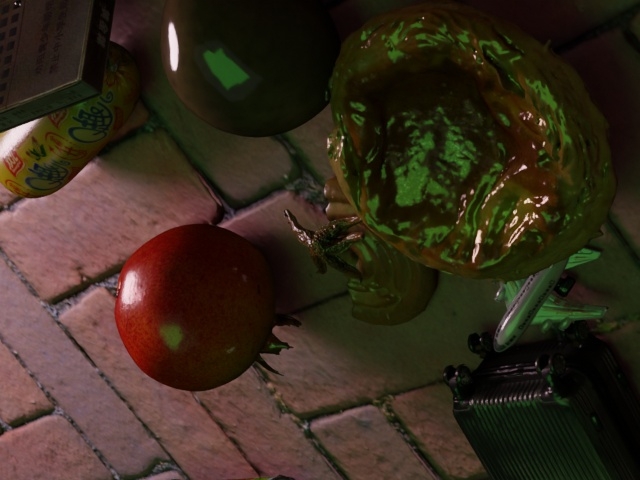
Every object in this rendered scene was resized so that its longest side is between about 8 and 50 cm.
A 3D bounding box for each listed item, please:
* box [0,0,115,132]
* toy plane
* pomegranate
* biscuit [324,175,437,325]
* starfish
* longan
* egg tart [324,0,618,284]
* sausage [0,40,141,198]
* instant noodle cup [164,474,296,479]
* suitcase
[{"bbox_3d":[-0.396,-0.222,1.958,0.325,0.180,0.047,-16,147,33],"label":"box"},{"bbox_3d":[0.251,0.060,1.813,0.162,0.065,0.171,35,121,11],"label":"toy plane"},{"bbox_3d":[-0.145,0.092,2.054,0.257,0.221,0.221,23,142,-18],"label":"pomegranate"},{"bbox_3d":[0.079,0.026,1.950,0.144,0.033,0.224,13,132,30],"label":"biscuit"},{"bbox_3d":[-0.003,0.004,1.941,0.130,0.041,0.133,31,137,19],"label":"starfish"},{"bbox_3d":[-0.082,-0.218,1.748,0.220,0.196,0.196,41,139,-10],"label":"longan"},{"bbox_3d":[0.168,-0.114,1.673,0.352,0.150,0.352,19,133,21],"label":"egg tart"},{"bbox_3d":[-0.337,-0.157,2.043,0.123,0.123,0.347,47,139,-5],"label":"sausage"},{"bbox_3d":[-0.133,0.448,2.364,0.233,0.207,0.207,-18,113,35],"label":"instant noodle cup"},{"bbox_3d":[0.299,0.251,1.900,0.202,0.128,0.312,-12,117,43],"label":"suitcase"}]
